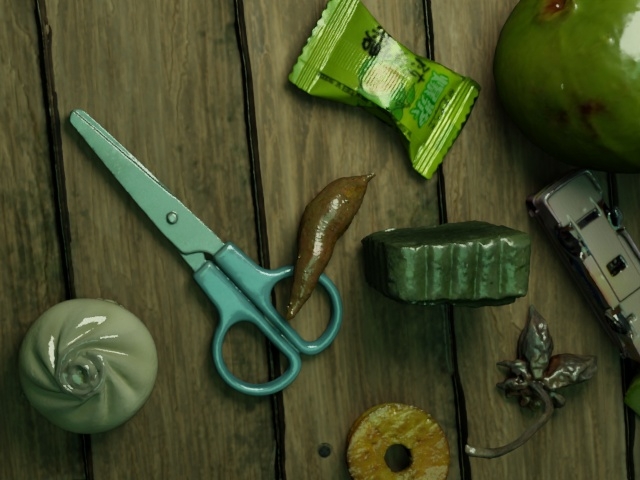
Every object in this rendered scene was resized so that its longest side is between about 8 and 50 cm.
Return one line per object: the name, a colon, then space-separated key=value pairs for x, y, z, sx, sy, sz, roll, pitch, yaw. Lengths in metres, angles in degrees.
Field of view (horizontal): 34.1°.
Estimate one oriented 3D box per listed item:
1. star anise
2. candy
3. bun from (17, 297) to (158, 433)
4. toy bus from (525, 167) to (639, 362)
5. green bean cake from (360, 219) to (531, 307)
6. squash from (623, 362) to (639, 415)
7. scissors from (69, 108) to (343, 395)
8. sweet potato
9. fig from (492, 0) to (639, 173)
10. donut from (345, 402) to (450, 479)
star anise: x=0.275 y=0.193 z=1.348 sx=0.218 sy=0.227 sz=0.148 roll=-13 pitch=103 yaw=2
candy: x=0.087 y=-0.201 z=1.352 sx=0.246 sy=0.069 sz=0.149 roll=32 pitch=86 yaw=-12
bun: x=-0.287 y=0.158 z=1.287 sx=0.172 sy=0.120 sz=0.173 roll=-1 pitch=95 yaw=-8
toy bus: x=0.378 y=0.033 z=1.398 sx=0.090 sy=0.112 sz=0.274 roll=-34 pitch=99 yaw=-6
green bean cake: x=0.155 y=0.028 z=1.323 sx=0.184 sy=0.183 sz=0.094 roll=0 pitch=98 yaw=-10
squash: x=0.608 y=0.141 z=1.476 sx=0.233 sy=0.210 sz=0.309 roll=38 pitch=59 yaw=-9
scissors: x=-0.163 y=0.001 z=1.341 sx=0.192 sy=0.029 sz=0.447 roll=-43 pitch=100 yaw=-5
sweet potato: x=-0.005 y=-0.004 z=1.345 sx=0.068 sy=0.068 sz=0.226 roll=32 pitch=76 yaw=-11
fig: x=0.389 y=-0.211 z=1.301 sx=0.316 sy=0.316 sz=0.316 roll=-1 pitch=94 yaw=-10
donut: x=0.100 y=0.285 z=1.396 sx=0.151 sy=0.058 sz=0.152 roll=-1 pitch=95 yaw=-10
